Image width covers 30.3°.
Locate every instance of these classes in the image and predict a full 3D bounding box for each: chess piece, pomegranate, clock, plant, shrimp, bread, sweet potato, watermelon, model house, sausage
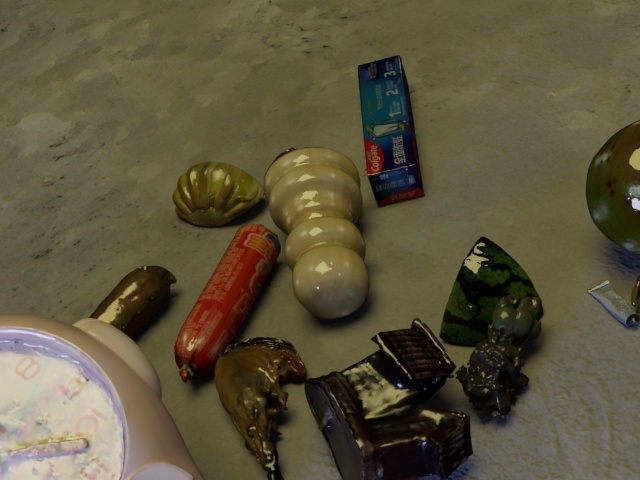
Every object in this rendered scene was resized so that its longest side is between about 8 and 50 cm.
[{"bbox_3d":[0.000,0.000,1.642,0.143,0.142,0.261,-15,44,6],"label":"chess piece"},{"bbox_3d":[0.414,-0.044,1.459,0.198,0.198,0.246,22,73,42],"label":"pomegranate"},{"bbox_3d":[-0.292,0.278,1.286,0.377,0.250,0.368,37,71,10],"label":"clock"},{"bbox_3d":[0.216,0.134,1.413,0.085,0.087,0.174,28,60,-1],"label":"plant"},{"bbox_3d":[-0.060,0.198,1.469,0.117,0.066,0.262,-25,39,-7],"label":"shrimp"},{"bbox_3d":[-0.164,-0.078,1.835,0.157,0.094,0.083,8,41,20],"label":"bread"},{"bbox_3d":[-0.303,0.133,1.654,0.075,0.075,0.273,12,50,35],"label":"sweet potato"},{"bbox_3d":[0.201,0.076,1.508,0.135,0.125,0.094,-39,7,4],"label":"watermelon"},{"bbox_3d":[0.088,0.201,1.364,0.164,0.141,0.203,-16,55,-14],"label":"model house"},{"bbox_3d":[-0.135,0.090,1.625,0.074,0.074,0.274,3,43,27],"label":"sausage"}]

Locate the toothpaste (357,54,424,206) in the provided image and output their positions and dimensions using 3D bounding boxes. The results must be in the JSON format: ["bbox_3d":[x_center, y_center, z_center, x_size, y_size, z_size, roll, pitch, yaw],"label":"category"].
[{"bbox_3d":[0.107,-0.179,1.856,0.076,0.066,0.320,-13,39,9],"label":"toothpaste"}]

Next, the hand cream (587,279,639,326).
[{"bbox_3d":[0.366,0.080,1.464,0.030,0.019,0.093,-26,31,-4],"label":"hand cream"}]
